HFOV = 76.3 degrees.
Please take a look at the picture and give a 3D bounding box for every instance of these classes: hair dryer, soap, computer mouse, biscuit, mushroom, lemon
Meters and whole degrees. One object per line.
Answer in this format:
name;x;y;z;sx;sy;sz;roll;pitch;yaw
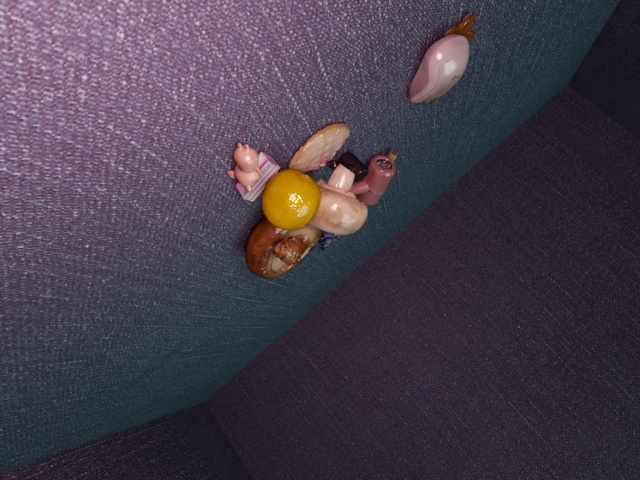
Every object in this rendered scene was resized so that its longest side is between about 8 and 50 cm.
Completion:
hair dryer;0.161;-0.241;1.793;0.352;0.125;0.210;-20;153;-33
soap;-0.194;-0.191;1.249;0.149;0.056;0.100;-46;164;14
computer mouse;0.431;-0.586;1.449;0.184;0.121;0.297;-29;163;-18
biscuit;0.490;-0.709;1.461;0.138;0.031;0.205;-38;161;8
mushroom;0.045;-0.146;1.406;0.254;0.259;0.235;-133;-120;-70
lemon;-0.094;-0.122;1.252;0.203;0.178;0.178;-50;160;25
hair dryer;0.077;-0.281;1.513;0.248;0.114;0.071;-7;142;-55
mushroom;-0.137;-0.007;1.594;0.344;0.239;0.345;-20;169;-4
biscuit;0.001;-0.310;1.398;0.265;0.040;0.188;-38;161;-11

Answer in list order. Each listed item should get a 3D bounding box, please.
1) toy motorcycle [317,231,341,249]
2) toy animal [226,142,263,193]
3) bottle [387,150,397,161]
toy motorcycle;0.000;0.000;2.064;0.254;0.092;0.135;-4;150;-48
toy animal;-0.211;-0.210;1.140;0.089;0.083;0.150;-18;142;-24
bottle;0.306;-0.318;1.936;0.083;0.083;0.270;-30;157;-30
